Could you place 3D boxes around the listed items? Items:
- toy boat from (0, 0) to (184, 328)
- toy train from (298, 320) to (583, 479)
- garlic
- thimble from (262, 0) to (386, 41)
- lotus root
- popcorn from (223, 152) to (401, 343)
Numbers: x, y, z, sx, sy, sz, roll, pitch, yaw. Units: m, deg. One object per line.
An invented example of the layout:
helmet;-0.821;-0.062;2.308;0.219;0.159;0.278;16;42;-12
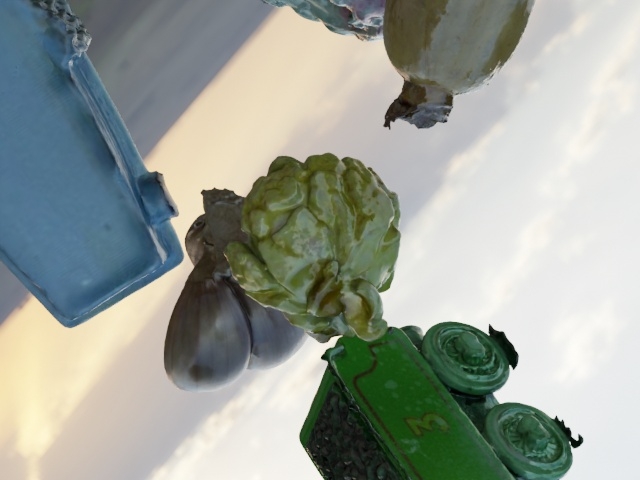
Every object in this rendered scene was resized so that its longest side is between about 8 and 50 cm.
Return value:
toy boat;-0.161;-0.073;0.848;0.109;0.238;0.098;-31;-165;1
toy train;0.096;0.175;1.381;0.188;0.243;0.132;-7;135;-33
garlic;-0.080;0.071;1.764;0.191;0.160;0.214;89;3;-53
thimble;-0.006;-0.258;1.255;0.149;0.211;0.185;-63;-177;-1
lotus root;0.071;-0.123;0.819;0.062;0.073;0.150;-136;-116;-68
popcorn;0.000;0.000;1.278;0.135;0.141;0.162;-48;-148;9
